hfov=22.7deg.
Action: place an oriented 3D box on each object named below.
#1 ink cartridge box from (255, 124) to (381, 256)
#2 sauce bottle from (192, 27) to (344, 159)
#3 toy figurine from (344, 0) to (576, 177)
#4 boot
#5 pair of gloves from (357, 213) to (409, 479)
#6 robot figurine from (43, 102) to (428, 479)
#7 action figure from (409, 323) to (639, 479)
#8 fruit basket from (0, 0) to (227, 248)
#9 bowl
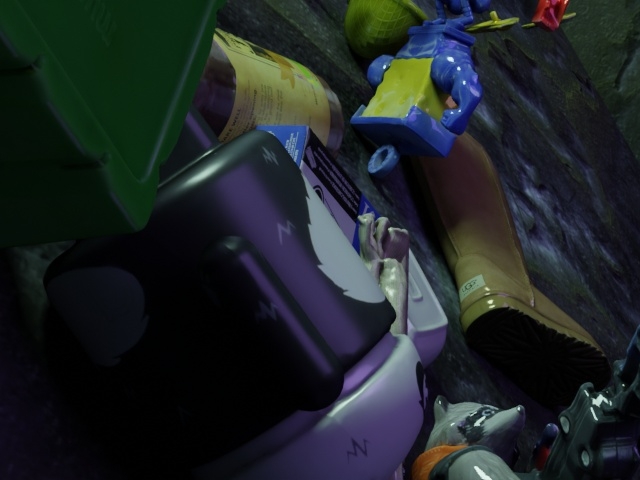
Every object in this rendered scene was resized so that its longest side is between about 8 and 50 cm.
[{"bbox_3d":[0.000,0.000,1.222,0.207,0.046,0.097,49,48,-57],"label":"ink cartridge box"},{"bbox_3d":[-0.099,-0.107,1.167,0.344,0.111,0.111,13,48,-64],"label":"sauce bottle"},{"bbox_3d":[0.067,-0.172,1.626,0.191,0.217,0.363,27,-10,-31],"label":"toy figurine"},{"bbox_3d":[0.202,0.021,1.704,0.236,0.089,0.269,40,26,-41],"label":"boot"},{"bbox_3d":[0.043,0.088,1.161,0.240,0.042,0.204,52,39,-84],"label":"pair of gloves"},{"bbox_3d":[-0.053,0.042,0.971,0.278,0.174,0.209,56,29,-5],"label":"robot figurine"},{"bbox_3d":[0.140,0.213,1.111,0.179,0.341,0.330,5,33,-13],"label":"action figure"},{"bbox_3d":[-0.257,-0.180,0.753,0.392,0.392,0.282,39,58,-41],"label":"fruit basket"},{"bbox_3d":[0.057,0.050,1.385,0.142,0.053,0.142,63,22,10],"label":"bowl"}]
